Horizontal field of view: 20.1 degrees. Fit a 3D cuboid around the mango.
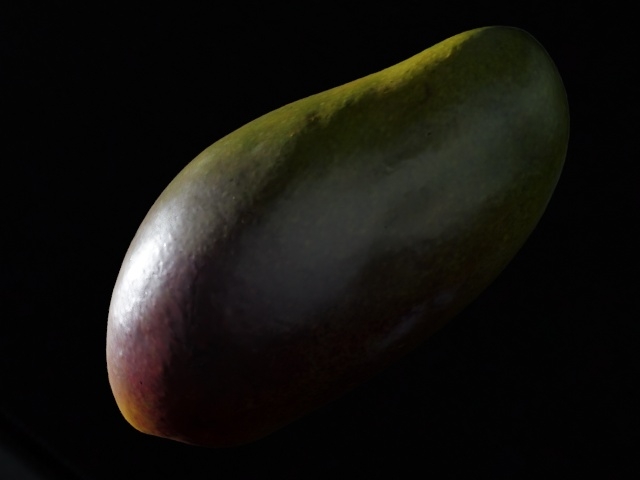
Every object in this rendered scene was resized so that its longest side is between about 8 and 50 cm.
[{"bbox_3d":[0.000,0.000,0.832,0.267,0.111,0.133,-38,-82,15],"label":"mango"}]
